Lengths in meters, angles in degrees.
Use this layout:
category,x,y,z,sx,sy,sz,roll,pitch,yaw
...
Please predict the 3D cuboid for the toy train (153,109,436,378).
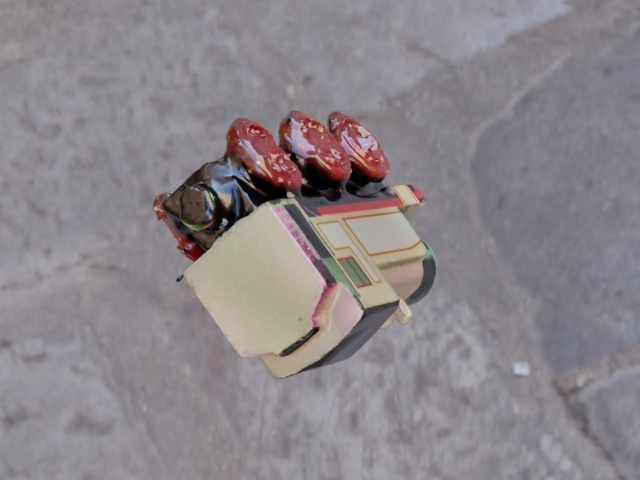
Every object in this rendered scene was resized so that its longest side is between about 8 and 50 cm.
category,x,y,z,sx,sy,sz,roll,pitch,yaw
toy train,0.000,0.000,0.576,0.050,0.138,0.087,-41,77,23
